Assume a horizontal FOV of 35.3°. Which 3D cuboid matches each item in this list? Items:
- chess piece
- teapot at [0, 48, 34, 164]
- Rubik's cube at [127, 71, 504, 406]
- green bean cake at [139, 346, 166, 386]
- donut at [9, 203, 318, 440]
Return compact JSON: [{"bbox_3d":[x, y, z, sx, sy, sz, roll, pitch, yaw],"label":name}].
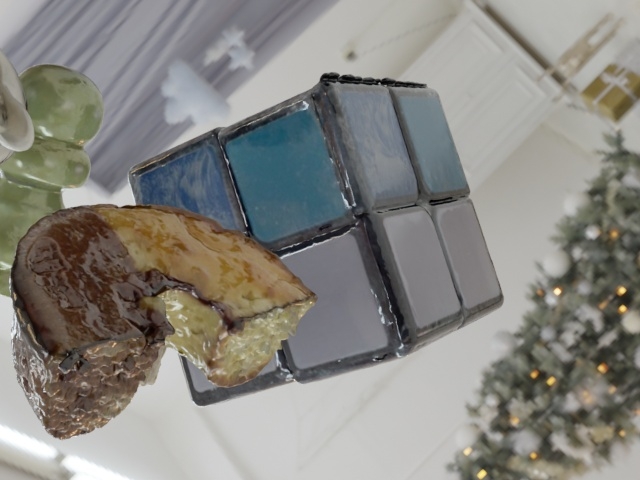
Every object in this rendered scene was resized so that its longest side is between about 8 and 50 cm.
[{"bbox_3d":[-0.317,-0.073,1.121,0.144,0.251,0.144,19,-173,-2],"label":"chess piece"},{"bbox_3d":[-0.377,-0.173,0.949,0.208,0.166,0.300,-6,-114,-49],"label":"teapot"},{"bbox_3d":[0.000,0.000,1.248,0.316,0.313,0.319,-9,-99,-59],"label":"Rubik's cube"},{"bbox_3d":[-0.327,0.149,1.552,0.179,0.109,0.085,17,177,5],"label":"green bean cake"},{"bbox_3d":[-0.117,0.048,0.661,0.217,0.085,0.141,-7,-137,-45],"label":"donut"}]
